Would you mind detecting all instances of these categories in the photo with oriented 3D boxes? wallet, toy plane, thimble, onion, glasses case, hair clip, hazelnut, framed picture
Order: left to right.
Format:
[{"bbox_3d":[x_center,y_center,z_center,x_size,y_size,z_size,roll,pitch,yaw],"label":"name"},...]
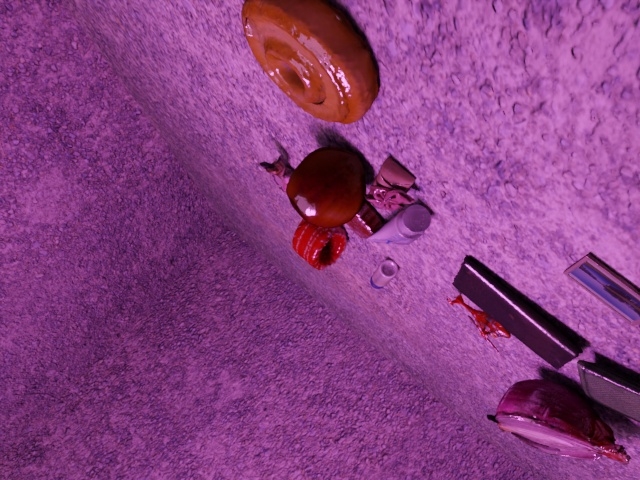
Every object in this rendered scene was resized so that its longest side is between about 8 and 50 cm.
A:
[{"bbox_3d":[-0.111,-0.198,1.808,0.173,0.069,0.300,41,178,17],"label":"hair clip"},{"bbox_3d":[-0.001,0.005,1.930,0.125,0.163,0.189,39,167,26],"label":"thimble"},{"bbox_3d":[0.025,-0.137,1.384,0.208,0.208,0.208,41,168,11],"label":"hazelnut"},{"bbox_3d":[0.156,-0.101,1.292,0.102,0.070,0.193,41,168,6],"label":"glasses case"},{"bbox_3d":[0.417,0.202,1.492,0.126,0.077,0.194,53,173,-23],"label":"toy plane"},{"bbox_3d":[0.450,0.168,1.337,0.321,0.044,0.170,42,167,20],"label":"wallet"},{"bbox_3d":[0.638,0.457,1.480,0.349,0.159,0.267,0,148,47],"label":"onion"},{"bbox_3d":[0.497,0.086,0.978,0.149,0.011,0.109,40,167,14],"label":"framed picture"},{"bbox_3d":[0.663,0.335,1.192,0.236,0.055,0.160,23,161,46],"label":"wallet"}]

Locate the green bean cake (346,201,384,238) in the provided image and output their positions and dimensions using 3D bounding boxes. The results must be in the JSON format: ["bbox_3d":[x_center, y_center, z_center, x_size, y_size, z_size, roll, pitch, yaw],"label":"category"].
[{"bbox_3d":[0.108,-0.067,1.590,0.135,0.056,0.136,45,168,-14],"label":"green bean cake"}]

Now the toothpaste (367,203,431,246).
[{"bbox_3d":[0.199,-0.022,1.416,0.114,0.073,0.299,7,169,-5],"label":"toothpaste"}]

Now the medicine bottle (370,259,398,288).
[{"bbox_3d":[0.206,0.115,1.885,0.059,0.059,0.231,42,168,7],"label":"medicine bottle"}]

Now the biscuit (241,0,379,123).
[{"bbox_3d":[-0.028,-0.330,1.050,0.296,0.102,0.296,39,167,10],"label":"biscuit"}]
